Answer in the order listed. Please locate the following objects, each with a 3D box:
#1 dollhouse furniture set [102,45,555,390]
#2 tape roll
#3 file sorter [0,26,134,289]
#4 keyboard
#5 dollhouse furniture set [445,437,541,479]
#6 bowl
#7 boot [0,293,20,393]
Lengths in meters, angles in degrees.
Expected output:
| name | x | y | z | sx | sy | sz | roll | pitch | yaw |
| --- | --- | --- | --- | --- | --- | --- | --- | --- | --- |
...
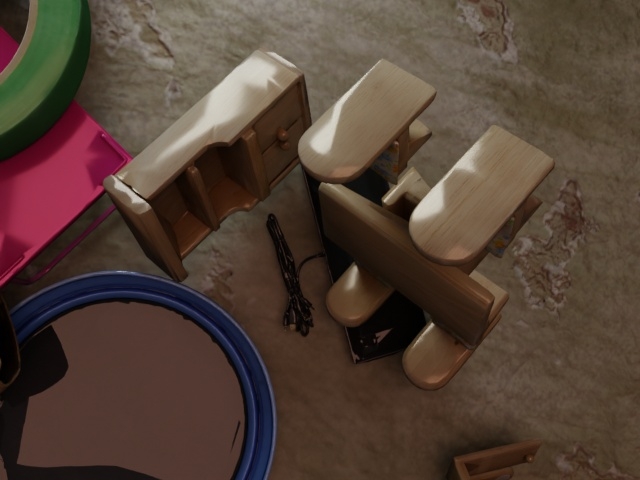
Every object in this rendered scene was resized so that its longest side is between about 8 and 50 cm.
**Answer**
| name | x | y | z | sx | sy | sz | roll | pitch | yaw |
| --- | --- | --- | --- | --- | --- | --- | --- | --- | --- |
| dollhouse furniture set | 0.000 | 0.000 | 0.818 | 0.394 | 0.362 | 0.256 | 37 | 71 | 21 |
| tape roll | -0.404 | -0.231 | 0.747 | 0.320 | 0.077 | 0.322 | 1 | 83 | -9 |
| file sorter | -0.389 | -0.110 | 0.868 | 0.290 | 0.182 | 0.202 | 45 | 79 | -2 |
| keyboard | 0.022 | 0.015 | 1.011 | 0.201 | 0.033 | 0.318 | -14 | 86 | -17 |
| dollhouse furniture set | 0.245 | 0.371 | 0.956 | 0.123 | 0.144 | 0.151 | -10 | 49 | -12 |
| bowl | -0.252 | 0.235 | 0.910 | 0.390 | 0.077 | 0.392 | 1 | 83 | -11 |
| boot | -0.422 | 0.058 | 0.842 | 0.115 | 0.112 | 0.305 | -29 | 64 | 3 |
